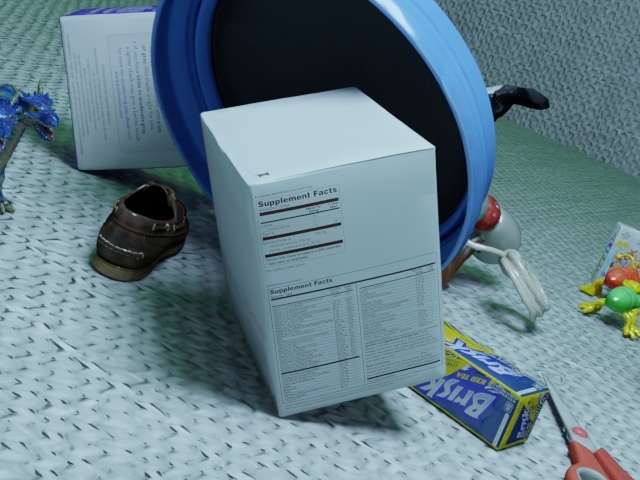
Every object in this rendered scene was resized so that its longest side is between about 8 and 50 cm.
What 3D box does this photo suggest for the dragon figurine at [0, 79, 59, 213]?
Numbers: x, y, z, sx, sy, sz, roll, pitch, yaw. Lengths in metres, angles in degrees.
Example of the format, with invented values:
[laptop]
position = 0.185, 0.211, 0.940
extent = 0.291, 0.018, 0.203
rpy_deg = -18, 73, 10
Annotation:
[dragon figurine]
position = -0.343, -0.121, 0.999
extent = 0.085, 0.144, 0.289
rpy_deg = 7, 21, -39

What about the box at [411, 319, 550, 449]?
[box]
position = 0.124, 0.121, 0.940
extent = 0.169, 0.059, 0.054
rpy_deg = 33, 22, 36

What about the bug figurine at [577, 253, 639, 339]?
[bug figurine]
position = 0.495, 0.105, 1.417
extent = 0.279, 0.072, 0.216
rpy_deg = 29, 19, 26

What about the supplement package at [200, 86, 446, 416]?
[supplement package]
position = 0.000, 0.000, 0.854
extent = 0.149, 0.203, 0.194
rpy_deg = -12, 26, -13

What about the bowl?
[bowl]
position = -0.001, -0.124, 1.018
extent = 0.391, 0.391, 0.077
rpy_deg = 28, 49, 23

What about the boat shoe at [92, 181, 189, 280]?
[boat shoe]
position = -0.171, -0.022, 1.022
extent = 0.073, 0.073, 0.207
rpy_deg = 19, 15, -3

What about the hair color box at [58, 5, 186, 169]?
[hair color box]
position = -0.124, -0.189, 1.209
extent = 0.339, 0.185, 0.110
rpy_deg = -1, 18, 4

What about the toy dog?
[toy dog]
position = 0.129, -0.027, 1.223
extent = 0.333, 0.161, 0.220
rpy_deg = 50, 21, -37

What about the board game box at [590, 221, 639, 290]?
[board game box]
position = 0.516, 0.045, 1.577
extent = 0.154, 0.103, 0.026
rpy_deg = 19, 16, -5

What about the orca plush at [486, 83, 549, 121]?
[orca plush]
position = 0.166, -0.138, 1.295
extent = 0.287, 0.102, 0.151
rpy_deg = -8, 20, 42

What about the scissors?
[scissors]
position = 0.237, 0.187, 0.934
extent = 0.109, 0.021, 0.297
rpy_deg = 12, 20, -21
